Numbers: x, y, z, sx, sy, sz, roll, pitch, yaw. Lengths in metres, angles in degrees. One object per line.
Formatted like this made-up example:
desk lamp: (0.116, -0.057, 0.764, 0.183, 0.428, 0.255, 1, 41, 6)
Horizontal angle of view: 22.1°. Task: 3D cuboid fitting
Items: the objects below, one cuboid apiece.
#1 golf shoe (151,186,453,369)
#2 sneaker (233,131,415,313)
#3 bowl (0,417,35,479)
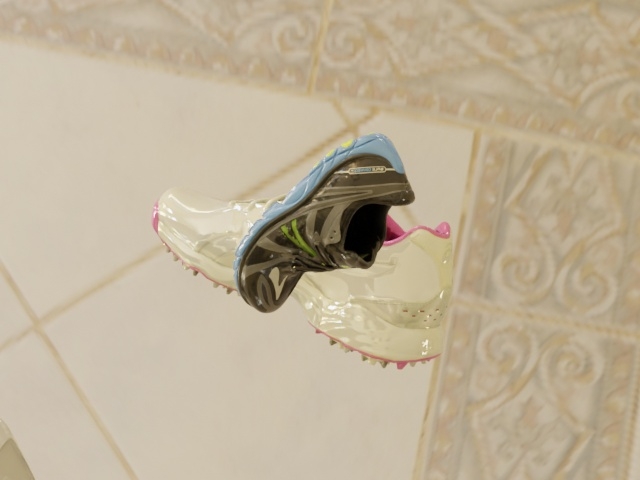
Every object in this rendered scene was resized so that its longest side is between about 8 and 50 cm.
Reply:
golf shoe: (-0.011, -0.003, 1.442, 0.306, 0.115, 0.140, 24, 110, 24)
sneaker: (0.000, 0.000, 1.217, 0.067, 0.188, 0.078, -13, 64, -50)
bowl: (-0.324, 0.247, 1.575, 0.053, 0.142, 0.142, 2, 39, 26)
